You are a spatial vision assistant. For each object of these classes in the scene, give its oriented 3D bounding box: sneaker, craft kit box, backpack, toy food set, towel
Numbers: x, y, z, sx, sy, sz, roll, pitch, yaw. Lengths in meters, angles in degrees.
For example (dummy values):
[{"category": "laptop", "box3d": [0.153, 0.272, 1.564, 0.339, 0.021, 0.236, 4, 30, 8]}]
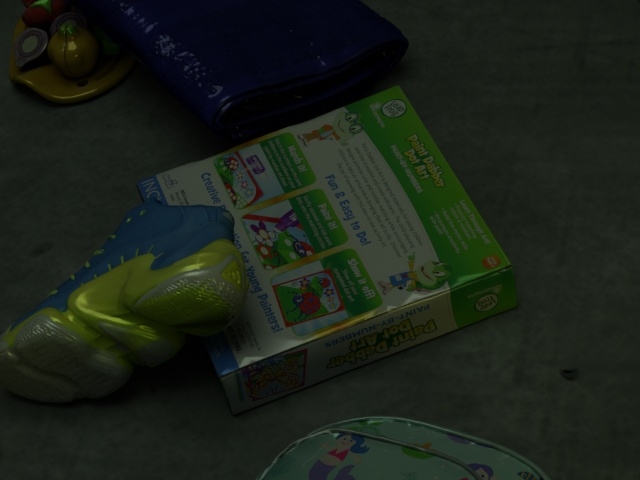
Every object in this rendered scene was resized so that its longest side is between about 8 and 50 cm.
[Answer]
[{"category": "sneaker", "box3d": [-0.155, 0.043, 1.399, 0.240, 0.091, 0.126, -19, 40, 24]}, {"category": "craft kit box", "box3d": [0.000, 0.000, 1.459, 0.246, 0.061, 0.250, -22, 45, -5]}, {"category": "backpack", "box3d": [0.042, 0.229, 1.138, 0.225, 0.191, 0.253, 14, 46, 26]}, {"category": "toy food set", "box3d": [-0.246, -0.228, 1.731, 0.128, 0.071, 0.218, -10, 44, 4]}, {"category": "towel", "box3d": [-0.098, -0.212, 1.639, 0.227, 0.076, 0.308, -22, 52, -34]}]
